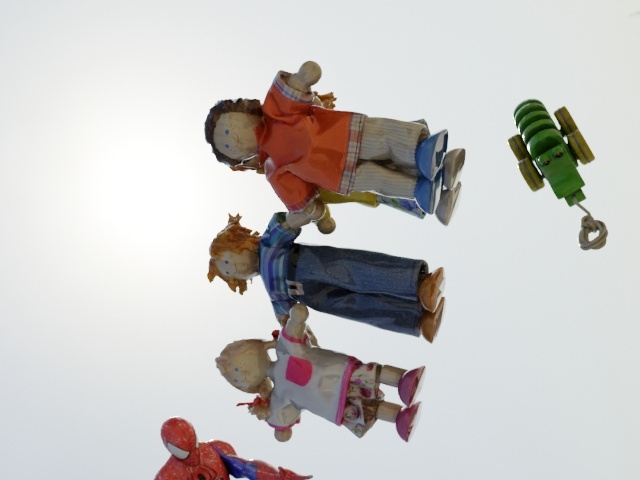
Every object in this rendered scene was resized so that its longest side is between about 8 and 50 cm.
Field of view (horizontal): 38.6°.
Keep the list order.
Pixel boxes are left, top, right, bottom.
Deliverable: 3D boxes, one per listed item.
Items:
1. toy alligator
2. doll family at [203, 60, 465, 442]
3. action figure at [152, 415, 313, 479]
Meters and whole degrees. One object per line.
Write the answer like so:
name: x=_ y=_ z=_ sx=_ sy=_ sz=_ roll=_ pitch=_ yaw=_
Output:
toy alligator: x=0.185 y=-0.067 z=0.729 sx=0.051 sy=0.056 sz=0.190 roll=49 pitch=-160 yaw=-32
doll family: x=0.000 y=0.000 z=0.582 sx=0.118 sy=0.163 sz=0.263 roll=-51 pitch=-32 yaw=-54
action figure: x=-0.051 y=0.263 z=0.729 sx=0.091 sy=0.139 sz=0.280 roll=-34 pitch=-65 yaw=-31
